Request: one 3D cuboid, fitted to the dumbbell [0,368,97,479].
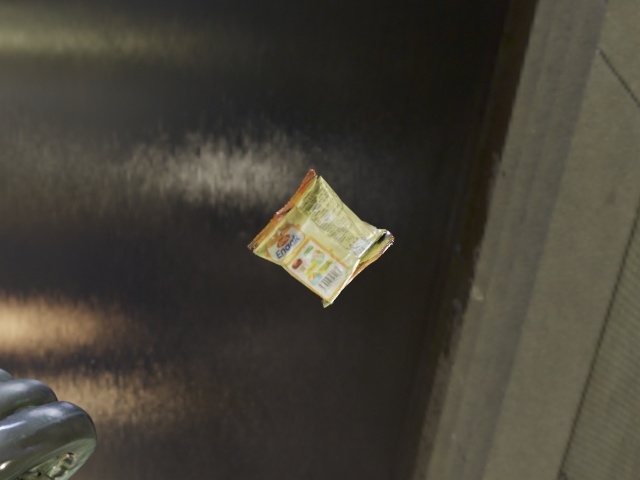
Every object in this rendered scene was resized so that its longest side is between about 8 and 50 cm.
[{"bbox_3d":[-0.300,0.054,0.653,0.406,0.179,0.179,51,146,11],"label":"dumbbell"}]

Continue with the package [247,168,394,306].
[{"bbox_3d":[0.002,0.001,1.080,0.108,0.120,0.031,-50,22,3],"label":"package"}]
